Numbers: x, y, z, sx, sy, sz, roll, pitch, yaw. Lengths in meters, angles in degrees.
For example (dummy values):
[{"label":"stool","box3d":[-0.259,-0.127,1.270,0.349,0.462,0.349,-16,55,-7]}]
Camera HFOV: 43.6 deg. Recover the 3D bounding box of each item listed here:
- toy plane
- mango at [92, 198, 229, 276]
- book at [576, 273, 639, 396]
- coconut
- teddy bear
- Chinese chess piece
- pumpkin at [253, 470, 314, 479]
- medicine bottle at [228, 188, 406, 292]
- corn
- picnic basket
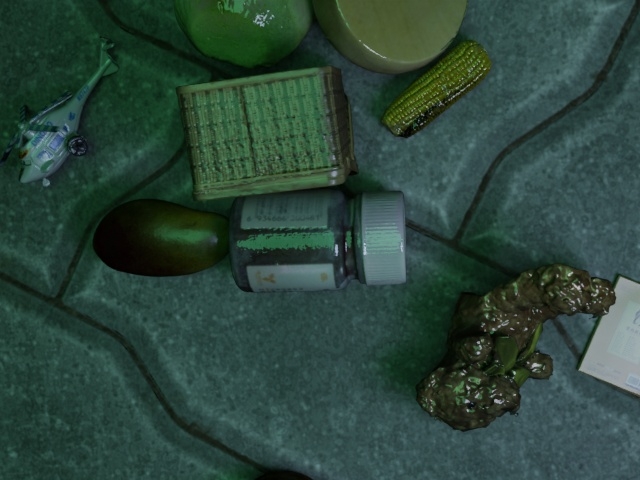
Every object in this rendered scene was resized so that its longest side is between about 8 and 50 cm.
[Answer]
[{"label":"toy plane","box3d":[-0.437,-0.217,1.380,0.182,0.107,0.273,5,61,45]},{"label":"mango","box3d":[-0.268,-0.005,1.321,0.267,0.111,0.133,-2,105,22]},{"label":"book","box3d":[0.506,0.156,1.301,0.118,0.012,0.172,23,95,6]},{"label":"coconut","box3d":[-0.118,-0.388,1.270,0.236,0.236,0.204,-38,124,7]},{"label":"teddy bear","box3d":[0.295,0.170,1.222,0.296,0.246,0.223,-15,70,35]},{"label":"Chinese chess piece","box3d":[0.106,-0.384,1.240,0.250,0.097,0.251,-1,92,-22]},{"label":"pumpkin","box3d":[-0.003,0.522,1.318,0.317,0.139,0.222,16,91,3]},{"label":"medicine bottle","box3d":[0.000,0.000,1.281,0.273,0.165,0.165,-1,92,6]},{"label":"corn","box3d":[0.187,-0.243,1.297,0.203,0.072,0.072,-39,87,8]},{"label":"picnic basket","box3d":[-0.066,-0.161,1.214,0.227,0.313,0.176,-7,101,6]}]
